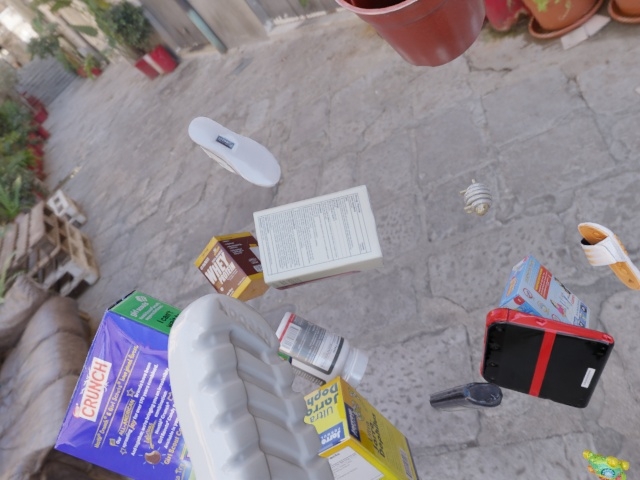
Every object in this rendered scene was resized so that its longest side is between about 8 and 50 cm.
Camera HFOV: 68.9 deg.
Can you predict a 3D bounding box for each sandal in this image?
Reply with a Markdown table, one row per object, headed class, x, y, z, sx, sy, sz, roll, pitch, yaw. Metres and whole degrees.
| class | x | y | z | sx | sy | sz | roll | pitch | yaw |
| --- | --- | --- | --- | --- | --- | --- | --- | --- | --- |
| sandal | 0.857 | 0.061 | 1.385 | 0.076 | 0.265 | 0.102 | -40 | 1 | -11 |
| sandal | -0.044 | 0.241 | 0.330 | 0.102 | 0.169 | 0.416 | -28 | 58 | 18 |

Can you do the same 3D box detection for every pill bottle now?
| class | x | y | z | sx | sy | sz | roll | pitch | yaw |
| --- | --- | --- | --- | --- | --- | --- | --- | --- | --- |
| pill bottle | -0.010 | 0.347 | 1.418 | 0.161 | 0.283 | 0.161 | 26 | -90 | -90 |

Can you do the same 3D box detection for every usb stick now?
| class | x | y | z | sx | sy | sz | roll | pitch | yaw |
| --- | --- | --- | --- | --- | --- | --- | --- | --- | --- |
| usb stick | 0.290 | 0.325 | 0.958 | 0.077 | 0.278 | 0.045 | 1 | 68 | -1 |

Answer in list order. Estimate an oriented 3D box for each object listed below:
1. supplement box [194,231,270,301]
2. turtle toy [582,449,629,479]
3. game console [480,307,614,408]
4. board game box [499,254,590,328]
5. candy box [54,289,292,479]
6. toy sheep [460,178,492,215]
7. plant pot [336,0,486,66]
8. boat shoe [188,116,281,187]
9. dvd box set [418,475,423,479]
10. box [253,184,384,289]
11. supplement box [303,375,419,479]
| class | x | y | z | sx | sy | sz | roll | pitch | yaw |
| --- | --- | --- | --- | --- | --- | --- | --- | --- | --- |
| supplement box | -0.269 | 0.089 | 1.550 | 0.194 | 0.191 | 0.129 | 47 | 114 | 15 |
| turtle toy | 0.808 | 0.641 | 1.309 | 0.095 | 0.130 | 0.066 | -19 | 50 | 62 |
| game console | 0.688 | 0.373 | 1.469 | 0.342 | 0.387 | 0.060 | 9 | 47 | 23 |
| board game box | 0.808 | 0.241 | 1.665 | 0.308 | 0.302 | 0.086 | -39 | -9 | -50 |
| candy box | -0.247 | 0.277 | 0.813 | 0.122 | 0.317 | 0.268 | -91 | 25 | -80 |
| toy sheep | 0.487 | -0.135 | 1.448 | 0.091 | 0.091 | 0.132 | -21 | 62 | 29 |
| plant pot | 0.189 | -0.489 | 0.899 | 0.272 | 0.265 | 0.273 | -6 | 77 | 29 |
| boat shoe | -0.217 | -0.218 | 1.202 | 0.096 | 0.267 | 0.088 | -61 | -3 | -7 |
| dvd box set | 0.289 | 0.886 | 1.653 | 0.062 | 0.420 | 0.307 | -46 | -4 | 9 |
| box | 0.000 | 0.000 | 0.939 | 0.232 | 0.127 | 0.149 | -13 | 75 | 6 |
| supplement box | 0.087 | 0.568 | 1.241 | 0.194 | 0.356 | 0.195 | -35 | 28 | 13 |
